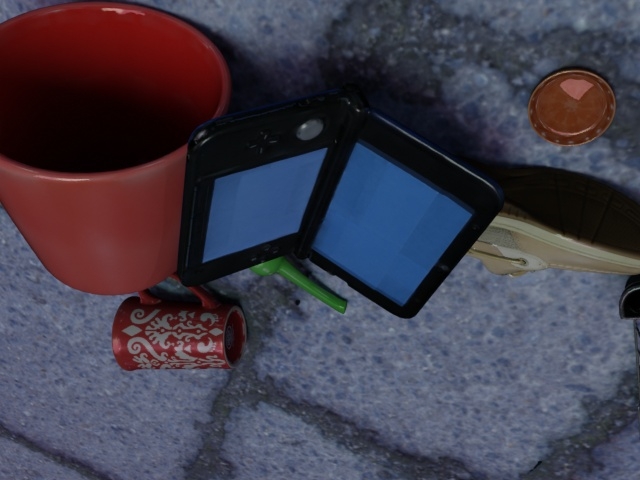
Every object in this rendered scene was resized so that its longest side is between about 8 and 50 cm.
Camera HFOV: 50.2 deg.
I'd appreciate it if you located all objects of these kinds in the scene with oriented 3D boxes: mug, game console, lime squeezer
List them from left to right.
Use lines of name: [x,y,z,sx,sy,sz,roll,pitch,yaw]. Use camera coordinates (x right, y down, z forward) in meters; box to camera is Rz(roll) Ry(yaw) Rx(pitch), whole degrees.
mug: [-0.206,0.126,0.995,0.169,0.113,0.150,1,128,15]
lime squeezer: [-0.110,0.020,0.926,0.310,0.059,0.110,15,161,8]
game console: [0.000,0.000,0.719,0.173,0.250,0.293,60,154,22]

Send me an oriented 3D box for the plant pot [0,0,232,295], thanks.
plant pot: [-0.237,-0.084,0.759,0.274,0.275,0.243,19,140,5]

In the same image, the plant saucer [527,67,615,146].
plant saucer: [0.253,-0.135,0.691,0.083,0.013,0.084,9,129,12]

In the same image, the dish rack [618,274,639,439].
dish rack: [0.460,0.150,0.777,0.208,0.074,0.272,-4,113,24]

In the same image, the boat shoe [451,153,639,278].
boat shoe: [0.210,-0.015,0.743,0.302,0.109,0.098,15,135,16]
